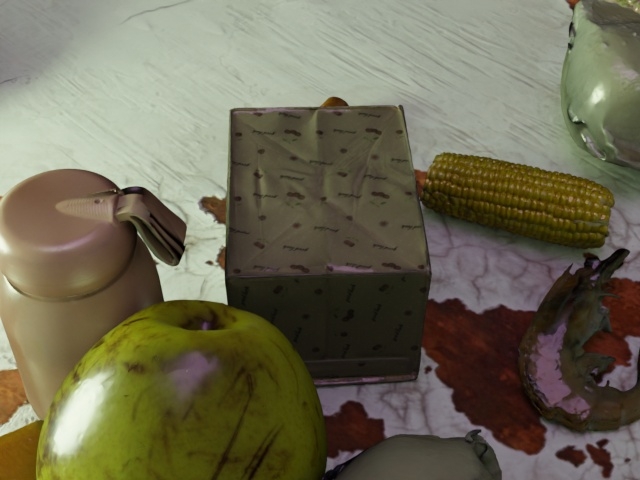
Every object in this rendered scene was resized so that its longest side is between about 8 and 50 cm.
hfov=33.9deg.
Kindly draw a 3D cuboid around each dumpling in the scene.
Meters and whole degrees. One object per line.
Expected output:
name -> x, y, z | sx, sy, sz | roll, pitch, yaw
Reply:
dumpling -> 0.072, 0.282, 0.959 | 0.163, 0.204, 0.293 | 21, 26, 32
dumpling -> 0.446, -0.214, 1.445 | 0.227, 0.243, 0.175 | 2, 6, -14

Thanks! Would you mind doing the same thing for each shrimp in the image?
shrimp -> 0.328, 0.117, 1.216 | 0.173, 0.058, 0.253 | 33, 58, 19

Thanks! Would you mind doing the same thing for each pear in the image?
pear -> -0.128, 0.191, 0.994 | 0.284, 0.283, 0.283 | -1, 46, 1

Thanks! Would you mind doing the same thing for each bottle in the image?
bottle -> -0.234, 0.063, 1.109 | 0.206, 0.297, 0.173 | 1, 44, 3

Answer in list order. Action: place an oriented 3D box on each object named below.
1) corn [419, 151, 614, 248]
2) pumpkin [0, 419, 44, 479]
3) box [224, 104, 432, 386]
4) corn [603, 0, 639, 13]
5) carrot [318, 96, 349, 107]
corn -> 0.253, -0.053, 1.353 | 0.244, 0.093, 0.093 | 14, 48, 15
pumpkin -> -0.372, 0.285, 1.028 | 0.248, 0.126, 0.131 | -10, 50, -32
box -> 0.000, 0.000, 1.242 | 0.225, 0.190, 0.297 | -2, 46, -3
corn -> 0.504, -0.368, 1.642 | 0.127, 0.126, 0.335 | -11, 42, -9
carrot -> -0.016, -0.145, 1.474 | 0.060, 0.060, 0.186 | 23, 45, 22
